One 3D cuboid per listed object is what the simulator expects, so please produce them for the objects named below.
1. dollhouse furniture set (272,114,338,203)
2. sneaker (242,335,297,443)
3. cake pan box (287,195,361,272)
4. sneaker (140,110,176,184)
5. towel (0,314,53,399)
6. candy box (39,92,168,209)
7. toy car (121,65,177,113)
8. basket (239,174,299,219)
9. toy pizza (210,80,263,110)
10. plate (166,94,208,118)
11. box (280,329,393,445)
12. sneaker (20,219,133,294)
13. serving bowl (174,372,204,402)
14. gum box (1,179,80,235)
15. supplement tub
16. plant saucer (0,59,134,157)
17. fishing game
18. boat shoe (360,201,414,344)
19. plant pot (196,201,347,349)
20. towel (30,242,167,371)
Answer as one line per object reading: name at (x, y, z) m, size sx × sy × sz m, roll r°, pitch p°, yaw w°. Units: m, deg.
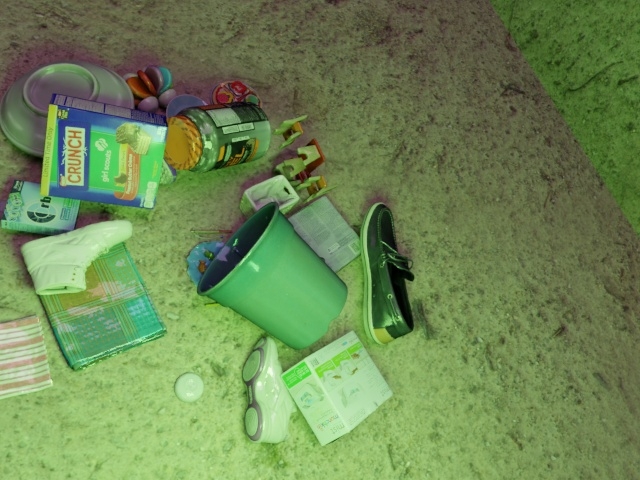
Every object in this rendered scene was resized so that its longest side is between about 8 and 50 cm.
dollhouse furniture set at (-0.055, -0.265, 1.919) m, size 0.135 × 0.259 × 0.262 m, roll -24°, pitch 89°, yaw -27°
sneaker at (-0.143, 0.430, 1.621) m, size 0.152 × 0.114 × 0.305 m, roll 22°, pitch 54°, yaw -36°
cake pan box at (0.000, 0.000, 1.927) m, size 0.267 × 0.070 × 0.246 m, roll -36°, pitch 84°, yaw -34°
sneaker at (-0.535, -0.318, 1.833) m, size 0.293 × 0.102 × 0.146 m, roll 50°, pitch 46°, yaw 7°
towel at (-0.774, 0.296, 1.434) m, size 0.144 × 0.029 × 0.197 m, roll -10°, pitch 68°, yaw -28°
candy box at (-0.623, -0.251, 1.629) m, size 0.317 × 0.268 × 0.122 m, roll 7°, pitch 24°, yaw -22°
toy car at (-0.576, -0.528, 1.907) m, size 0.182 × 0.136 × 0.159 m, roll -35°, pitch 81°, yaw -36°
basket at (-0.176, -0.128, 1.894) m, size 0.167 × 0.103 × 0.113 m, roll -29°, pitch 78°, yaw -33°
toy pizza at (-0.307, -0.519, 2.091) m, size 0.201 × 0.032 × 0.201 m, roll 11°, pitch 59°, yaw -19°
plate at (-0.447, -0.415, 1.954) m, size 0.188 × 0.024 × 0.188 m, roll 13°, pitch 67°, yaw -33°
box at (0.055, 0.418, 1.635) m, size 0.262 × 0.126 × 0.231 m, roll -18°, pitch 72°, yaw -55°
sneaker at (-0.642, 0.056, 1.545) m, size 0.292 × 0.108 × 0.169 m, roll -19°, pitch 72°, yaw -21°
serving bowl at (-0.361, 0.405, 1.563) m, size 0.083 × 0.027 × 0.083 m, roll 12°, pitch 59°, yaw -20°
gum box at (-0.792, -0.090, 1.614) m, size 0.184 × 0.041 × 0.157 m, roll 9°, pitch 49°, yaw -21°
supplement tub at (-0.337, -0.335, 1.825) m, size 0.338 × 0.207 × 0.207 m, roll -24°, pitch 75°, yaw -49°
plant saucer at (-0.783, -0.434, 1.727) m, size 0.400 × 0.101 × 0.401 m, roll 3°, pitch 59°, yaw -5°
fishing game at (-0.324, 0.077, 1.754) m, size 0.189 × 0.041 × 0.264 m, roll 1°, pitch 63°, yaw -27°
boat shoe at (0.234, 0.097, 1.891) m, size 0.186 × 0.156 × 0.501 m, roll 33°, pitch 50°, yaw -48°
plant pot at (-0.120, 0.122, 1.644) m, size 0.334 × 0.341 × 0.341 m, roll 41°, pitch 53°, yaw -17°
towel at (-0.628, 0.150, 1.575) m, size 0.271 × 0.040 × 0.370 m, roll -21°, pitch 74°, yaw -33°
